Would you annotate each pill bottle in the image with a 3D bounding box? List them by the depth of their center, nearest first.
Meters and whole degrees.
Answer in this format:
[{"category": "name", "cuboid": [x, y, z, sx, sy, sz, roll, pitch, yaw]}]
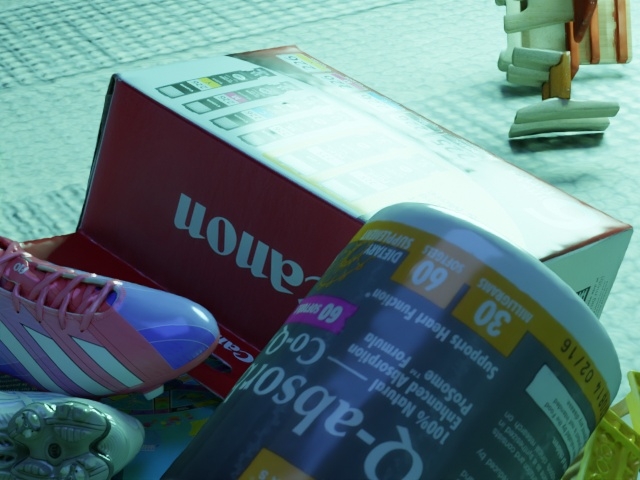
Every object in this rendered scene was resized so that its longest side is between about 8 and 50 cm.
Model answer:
[{"category": "pill bottle", "cuboid": [0.015, 0.130, 0.902, 0.162, 0.162, 0.278, 21, 65, 43]}]

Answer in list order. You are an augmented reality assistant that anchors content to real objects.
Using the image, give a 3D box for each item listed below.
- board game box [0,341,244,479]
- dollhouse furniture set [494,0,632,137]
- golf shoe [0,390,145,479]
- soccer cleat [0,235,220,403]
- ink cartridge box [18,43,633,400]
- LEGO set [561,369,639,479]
[{"category": "board game box", "cuboid": [-0.169, 0.136, 1.131, 0.254, 0.079, 0.336, -5, 25, 0]}, {"category": "dollhouse furniture set", "cuboid": [0.237, -0.226, 1.668, 0.135, 0.262, 0.259, -2, -7, 2]}, {"category": "golf shoe", "cuboid": [-0.184, 0.114, 1.033, 0.176, 0.069, 0.086, 7, 3, 21]}, {"category": "soccer cleat", "cuboid": [-0.173, 0.041, 1.094, 0.248, 0.095, 0.083, 3, 34, 37]}, {"category": "ink cartridge box", "cuboid": [0.000, 0.000, 1.188, 0.309, 0.130, 0.272, 30, 28, 28]}, {"category": "LEGO set", "cuboid": [0.167, 0.155, 1.022, 0.107, 0.132, 0.287, -40, -6, 40]}]
